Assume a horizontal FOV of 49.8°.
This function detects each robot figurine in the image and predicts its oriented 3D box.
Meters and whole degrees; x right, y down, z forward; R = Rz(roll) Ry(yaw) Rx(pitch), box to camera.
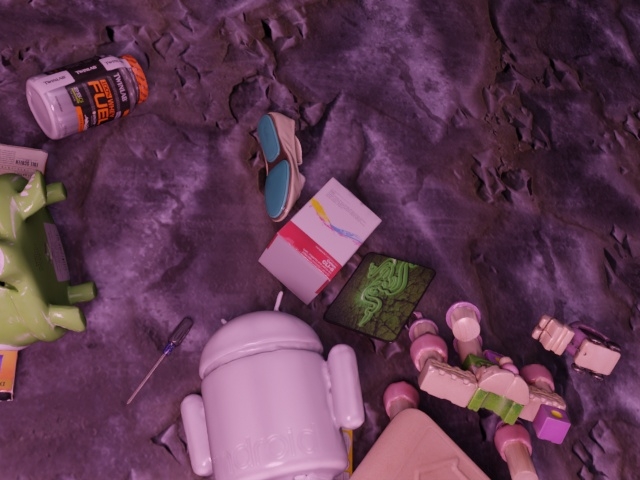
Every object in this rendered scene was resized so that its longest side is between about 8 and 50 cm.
[{"bbox_3d":[-0.075,0.258,1.053,0.300,0.200,0.353,-20,62,10],"label":"robot figurine"}]

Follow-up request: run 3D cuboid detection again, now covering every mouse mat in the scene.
[{"bbox_3d":[0.111,0.101,1.281,0.152,0.007,0.190,16,50,29],"label":"mouse mat"}]

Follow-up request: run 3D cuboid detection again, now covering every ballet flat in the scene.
[{"bbox_3d":[-0.066,-0.143,1.350,0.086,0.086,0.248,3,63,-20],"label":"ballet flat"}]

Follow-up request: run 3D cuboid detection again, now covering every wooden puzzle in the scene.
[{"bbox_3d":[0.164,0.465,0.979,0.348,0.080,0.322,42,49,5],"label":"wooden puzzle"}]

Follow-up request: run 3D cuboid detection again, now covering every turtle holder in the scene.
[{"bbox_3d":[-0.441,0.052,0.903,0.227,0.243,0.320,-14,31,-9],"label":"turtle holder"}]

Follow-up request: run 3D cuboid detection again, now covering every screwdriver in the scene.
[{"bbox_3d":[-0.264,0.197,1.131,0.024,0.025,0.170,35,66,-2],"label":"screwdriver"}]

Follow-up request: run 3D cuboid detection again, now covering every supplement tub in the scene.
[{"bbox_3d":[-0.417,-0.265,1.245,0.190,0.117,0.117,-30,78,-30],"label":"supplement tub"}]

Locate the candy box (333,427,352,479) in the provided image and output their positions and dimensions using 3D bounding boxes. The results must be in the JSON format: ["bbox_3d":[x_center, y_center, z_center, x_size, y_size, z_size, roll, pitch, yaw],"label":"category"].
[{"bbox_3d":[0.001,0.345,1.149,0.105,0.027,0.206,8,62,-12],"label":"candy box"}]

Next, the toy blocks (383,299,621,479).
[{"bbox_3d":[0.291,0.209,1.203,0.288,0.309,0.260,21,20,-3],"label":"toy blocks"}]

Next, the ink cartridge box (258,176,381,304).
[{"bbox_3d":[0.000,0.000,1.267,0.127,0.128,0.176,41,57,2],"label":"ink cartridge box"}]

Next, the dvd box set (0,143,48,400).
[{"bbox_3d":[-0.602,0.028,1.054,0.307,0.062,0.420,6,62,-19],"label":"dvd box set"}]
